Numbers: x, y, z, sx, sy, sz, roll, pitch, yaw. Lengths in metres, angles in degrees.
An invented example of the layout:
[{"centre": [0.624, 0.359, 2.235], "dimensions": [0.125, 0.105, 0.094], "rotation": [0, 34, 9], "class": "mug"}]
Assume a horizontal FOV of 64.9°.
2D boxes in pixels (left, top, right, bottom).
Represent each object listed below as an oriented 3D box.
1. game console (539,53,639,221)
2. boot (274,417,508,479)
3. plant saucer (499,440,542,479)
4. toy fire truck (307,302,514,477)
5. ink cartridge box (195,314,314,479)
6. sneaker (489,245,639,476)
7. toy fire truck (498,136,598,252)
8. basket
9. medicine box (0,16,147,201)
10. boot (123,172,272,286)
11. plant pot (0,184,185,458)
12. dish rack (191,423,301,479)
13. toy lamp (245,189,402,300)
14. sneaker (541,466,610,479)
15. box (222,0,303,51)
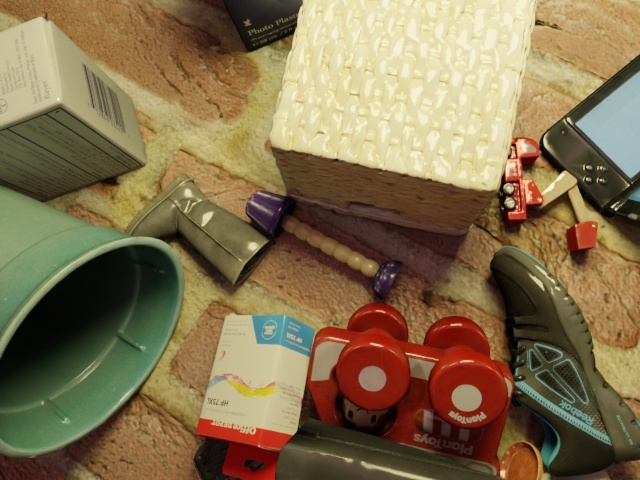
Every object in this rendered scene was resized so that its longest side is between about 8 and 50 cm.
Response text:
[{"centre": [0.536, -0.174, 0.746], "dimensions": [0.293, 0.173, 0.250], "rotation": [-39, 78, -1], "class": "game console"}, {"centre": [0.144, 0.453, 0.614], "dimensions": [0.444, 0.146, 0.368], "rotation": [8, 82, 13], "class": "boot"}, {"centre": [0.287, 0.331, 0.720], "dimensions": [0.013, 0.083, 0.084], "rotation": [26, 84, -10], "class": "plant saucer"}, {"centre": [0.126, 0.246, 0.744], "dimensions": [0.301, 0.169, 0.254], "rotation": [9, 103, 6], "class": "toy fire truck"}, {"centre": [-0.100, 0.233, 0.755], "dimensions": [0.134, 0.078, 0.231], "rotation": [-8, 61, 36], "class": "ink cartridge box"}, {"centre": [0.324, 0.172, 0.737], "dimensions": [0.139, 0.125, 0.341], "rotation": [-26, 74, 8], "class": "sneaker"}, {"centre": [0.362, -0.076, 0.812], "dimensions": [0.135, 0.047, 0.192], "rotation": [-3, 80, 10], "class": "toy fire truck"}, {"centre": [0.115, -0.208, 0.762], "dimensions": [0.328, 0.266, 0.332], "rotation": [13, 84, 9], "class": "basket"}, {"centre": [-0.491, -0.187, 0.835], "dimensions": [0.289, 0.263, 0.149], "rotation": [-18, 78, 4], "class": "medicine box"}, {"centre": [-0.216, 0.007, 0.872], "dimensions": [0.208, 0.076, 0.190], "rotation": [42, 90, 5], "class": "boot"}, {"centre": [-0.451, 0.085, 0.767], "dimensions": [0.334, 0.341, 0.341], "rotation": [25, 84, 18], "class": "plant pot"}, {"centre": [-0.077, 0.401, 0.777], "dimensions": [0.208, 0.074, 0.272], "rotation": [-31, 78, 0], "class": "dish rack"}, {"centre": [0.000, 0.000, 0.837], "dimensions": [0.274, 0.080, 0.080], "rotation": [30, 85, 9], "class": "toy lamp"}, {"centre": [0.313, 0.393, 0.717], "dimensions": [0.235, 0.095, 0.090], "rotation": [-27, 76, 1], "class": "sneaker"}, {"centre": [-0.053, -0.506, 0.819], "dimensions": [0.296, 0.294, 0.183], "rotation": [-23, 78, 4], "class": "box"}]
